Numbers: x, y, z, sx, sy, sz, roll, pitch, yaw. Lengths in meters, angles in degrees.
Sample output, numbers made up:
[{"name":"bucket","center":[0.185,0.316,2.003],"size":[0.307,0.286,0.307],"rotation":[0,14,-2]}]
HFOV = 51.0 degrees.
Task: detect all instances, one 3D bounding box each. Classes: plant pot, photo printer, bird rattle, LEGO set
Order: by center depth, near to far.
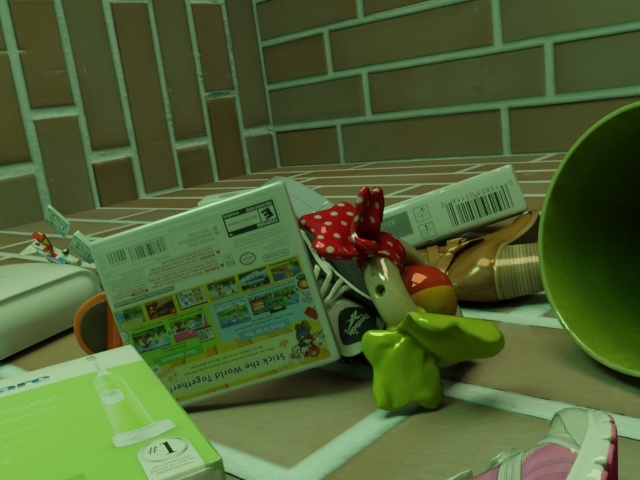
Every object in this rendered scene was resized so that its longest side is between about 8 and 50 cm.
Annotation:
[{"name":"plant pot","center":[0.443,0.006,0.722],"size":[0.294,0.274,0.275],"rotation":[4,5,-27]},{"name":"bird rattle","center":[0.088,0.061,0.748],"size":[0.143,0.253,0.207],"rotation":[-44,-32,17]},{"name":"photo printer","center":[-0.541,0.115,1.117],"size":[0.256,0.107,0.307],"rotation":[-1,13,27]},{"name":"LEGO set","center":[-0.461,0.047,1.243],"size":[0.060,0.182,0.244],"rotation":[-51,9,-30]}]

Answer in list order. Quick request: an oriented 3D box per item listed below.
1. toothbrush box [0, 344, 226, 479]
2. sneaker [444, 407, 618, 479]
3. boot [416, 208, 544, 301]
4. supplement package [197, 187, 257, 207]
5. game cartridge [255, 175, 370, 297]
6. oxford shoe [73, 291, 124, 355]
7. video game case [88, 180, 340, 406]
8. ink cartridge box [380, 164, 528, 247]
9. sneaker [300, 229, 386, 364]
[{"name":"toothbrush box","center":[-0.202,0.191,0.495],"size":[0.206,0.122,0.283],"rotation":[-14,14,-26]},{"name":"sneaker","center":[0.116,0.175,0.411],"size":[0.111,0.102,0.252],"rotation":[2,14,32]},{"name":"boot","center":[0.246,0.032,1.072],"size":[0.220,0.109,0.283],"rotation":[-8,18,18]},{"name":"supplement package","center":[-0.149,0.006,1.206],"size":[0.105,0.179,0.105],"rotation":[-8,12,-1]},{"name":"game cartridge","center":[0.000,0.000,1.022],"size":[0.062,0.198,0.297],"rotation":[-36,30,-13]},{"name":"oxford shoe","center":[-0.166,0.083,0.993],"size":[0.364,0.129,0.133],"rotation":[-8,5,0]},{"name":"video game case","center":[-0.116,0.066,0.741],"size":[0.227,0.206,0.026],"rotation":[-17,5,4]},{"name":"ink cartridge box","center":[0.229,-0.032,1.313],"size":[0.308,0.091,0.385],"rotation":[-20,-8,11]},{"name":"sneaker","center":[0.006,0.069,0.790],"size":[0.094,0.235,0.153],"rotation":[-44,40,-20]}]
